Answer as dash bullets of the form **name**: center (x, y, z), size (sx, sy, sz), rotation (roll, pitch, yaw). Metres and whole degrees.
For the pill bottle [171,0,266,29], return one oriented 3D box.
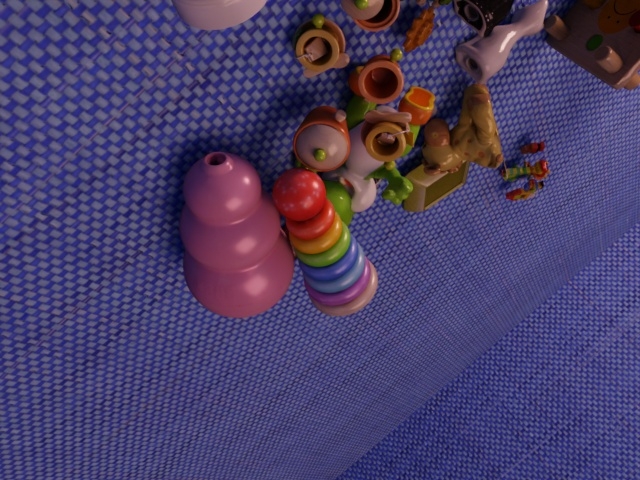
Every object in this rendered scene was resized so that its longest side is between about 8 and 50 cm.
- **pill bottle**: center (-0.148, -0.387, 0.730), size (0.169, 0.169, 0.301), rotation (-33, 148, -10)

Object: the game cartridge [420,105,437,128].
- **game cartridge**: center (0.208, -0.260, 1.419), size (0.083, 0.017, 0.056), rotation (-44, 152, 7)

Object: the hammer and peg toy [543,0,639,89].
- **hammer and peg toy**: center (0.637, -0.433, 1.323), size (0.127, 0.361, 0.266), rotation (24, 114, -34)

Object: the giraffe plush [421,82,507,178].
- **giraffe plush**: center (0.295, -0.216, 1.444), size (0.171, 0.210, 0.181), rotation (-13, -179, 17)

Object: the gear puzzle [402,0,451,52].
- **gear puzzle**: center (0.233, -0.457, 1.111), size (0.175, 0.044, 0.338), rotation (-27, 153, -58)

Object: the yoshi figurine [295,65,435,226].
- **yoshi figurine**: center (0.062, -0.138, 1.276), size (0.203, 0.203, 0.362), rotation (3, 134, -28)

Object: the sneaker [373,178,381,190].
- **sneaker**: center (0.102, -0.122, 1.465), size (0.135, 0.052, 0.058), rotation (-48, 159, 29)

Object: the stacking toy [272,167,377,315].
- **stacking toy**: center (0.000, 0.000, 1.203), size (0.141, 0.141, 0.330), rotation (-35, 140, -7)

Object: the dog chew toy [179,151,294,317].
- **dog chew toy**: center (-0.157, -0.014, 1.189), size (0.207, 0.206, 0.331), rotation (-27, 140, -20)

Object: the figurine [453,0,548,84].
- **figurine**: center (0.365, -0.437, 1.293), size (0.209, 0.092, 0.215), rotation (-38, 150, -10)

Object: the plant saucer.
- **plant saucer**: center (0.286, -0.146, 1.593), size (0.188, 0.045, 0.188), rotation (-34, 158, -9)

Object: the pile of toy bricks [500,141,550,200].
- **pile of toy bricks**: center (0.536, -0.183, 1.805), size (0.105, 0.118, 0.212), rotation (-8, 163, 1)

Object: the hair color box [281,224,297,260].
- **hair color box**: center (-0.073, 0.013, 1.451), size (0.141, 0.043, 0.072), rotation (-43, 148, 5)

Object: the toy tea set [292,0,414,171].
- **toy tea set**: center (0.045, -0.244, 1.062), size (0.200, 0.124, 0.335), rotation (-2, 126, 8)
